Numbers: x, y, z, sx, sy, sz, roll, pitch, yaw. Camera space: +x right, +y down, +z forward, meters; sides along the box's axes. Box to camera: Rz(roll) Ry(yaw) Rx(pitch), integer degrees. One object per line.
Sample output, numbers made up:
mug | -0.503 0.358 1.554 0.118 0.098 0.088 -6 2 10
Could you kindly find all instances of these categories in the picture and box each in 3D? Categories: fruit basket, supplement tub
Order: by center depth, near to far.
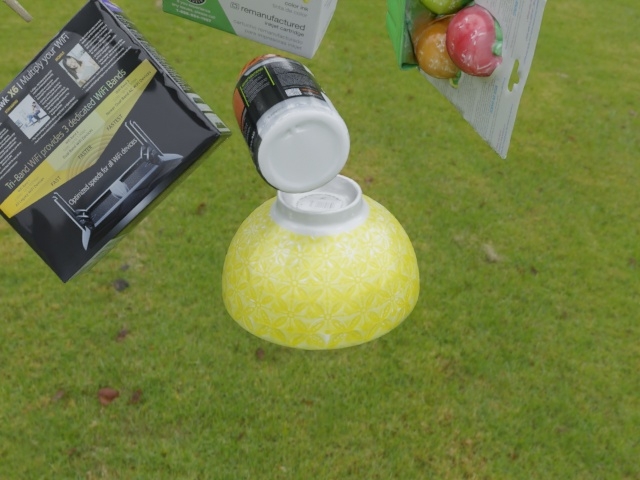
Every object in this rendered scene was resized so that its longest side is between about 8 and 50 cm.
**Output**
supplement tub | -0.043 -0.152 0.858 0.116 0.117 0.190 -4 38 -16
fruit basket | 0.250 -0.365 1.181 0.165 0.327 0.353 -26 55 -17

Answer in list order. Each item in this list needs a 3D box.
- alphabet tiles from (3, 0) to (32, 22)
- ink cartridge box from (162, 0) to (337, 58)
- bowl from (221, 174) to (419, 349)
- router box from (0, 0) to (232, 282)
alphabet tiles | -0.463 -0.373 0.761 0.011 0.285 0.342 -47 49 0
ink cartridge box | -0.067 -0.369 0.771 0.201 0.278 0.117 18 55 2
bowl | 0.000 0.000 0.967 0.289 0.156 0.290 0 33 0
router box | -0.316 -0.133 0.953 0.243 0.308 0.081 49 10 -4
